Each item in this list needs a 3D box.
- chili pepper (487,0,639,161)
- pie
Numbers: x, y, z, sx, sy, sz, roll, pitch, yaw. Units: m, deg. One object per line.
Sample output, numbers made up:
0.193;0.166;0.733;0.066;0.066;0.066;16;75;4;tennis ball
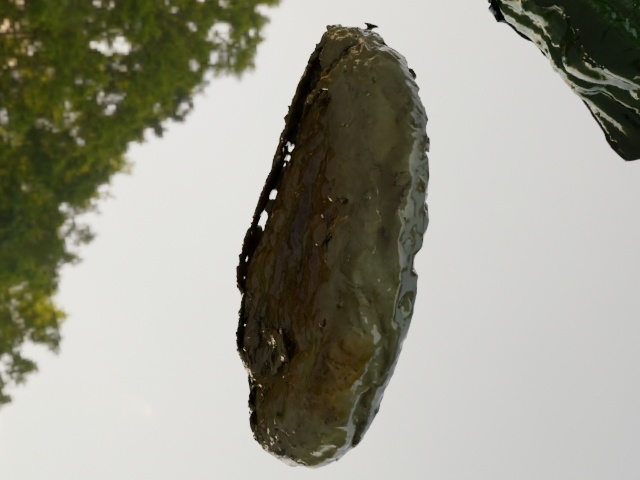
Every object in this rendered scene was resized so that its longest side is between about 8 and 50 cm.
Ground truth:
0.373;-0.228;1.190;0.167;0.213;0.385;-42;-107;3;chili pepper
0.000;0.000;0.610;0.274;0.055;0.274;-172;-90;-74;pie
